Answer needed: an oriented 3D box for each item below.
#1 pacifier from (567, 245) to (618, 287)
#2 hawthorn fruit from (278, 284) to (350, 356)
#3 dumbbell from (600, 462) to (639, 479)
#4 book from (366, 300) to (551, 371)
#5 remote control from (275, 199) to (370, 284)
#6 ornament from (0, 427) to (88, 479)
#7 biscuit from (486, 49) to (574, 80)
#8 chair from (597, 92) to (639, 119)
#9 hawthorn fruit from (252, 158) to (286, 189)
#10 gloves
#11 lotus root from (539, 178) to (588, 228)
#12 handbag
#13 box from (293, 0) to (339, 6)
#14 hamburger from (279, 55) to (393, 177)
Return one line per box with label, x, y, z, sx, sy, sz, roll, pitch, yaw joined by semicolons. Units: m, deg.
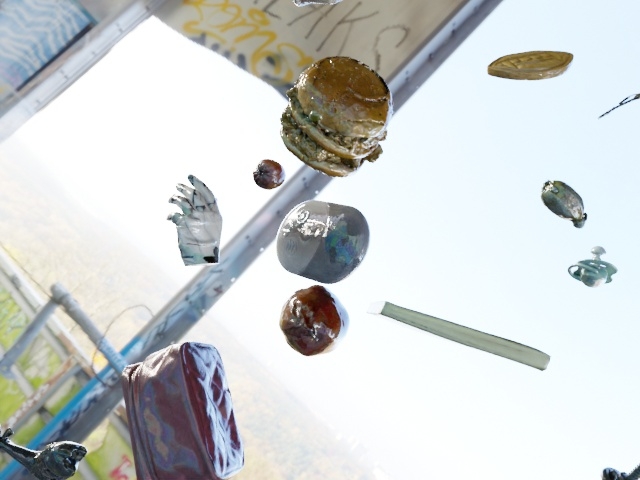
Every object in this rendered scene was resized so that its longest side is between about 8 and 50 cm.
pacifier;0.772;0.067;1.551;0.126;0.117;0.150;8;-23;26
hawthorn fruit;-0.017;0.234;1.549;0.208;0.208;0.248;43;2;0
dumbbell;0.509;0.485;0.994;0.081;0.254;0.082;25;23;-12
book;0.249;0.184;1.126;0.299;0.039;0.428;17;-6;4
remote control;0.000;0.000;1.486;0.332;0.221;0.103;14;-9;44
ornament;-0.619;0.418;1.117;0.236;0.080;0.202;39;-45;-19
biscuit;0.504;-0.419;1.300;0.142;0.220;0.029;-105;-172;-52
chair;0.653;-0.219;0.900;0.170;0.325;0.160;63;-6;-12
hawthorn fruit;-0.113;-0.148;1.221;0.077;0.077;0.077;41;-12;10
gloves;-0.273;-0.050;1.224;0.111;0.127;0.212;-14;-99;60
lotus root;0.676;-0.104;1.513;0.165;0.088;0.088;44;-12;1
handbag;-0.211;0.273;0.839;0.225;0.135;0.146;71;13;18
box;0.017;-0.385;0.771;0.062;0.122;0.089;23;-45;29
hamburger;0.030;-0.288;1.257;0.245;0.261;0.211;9;-38;-25
